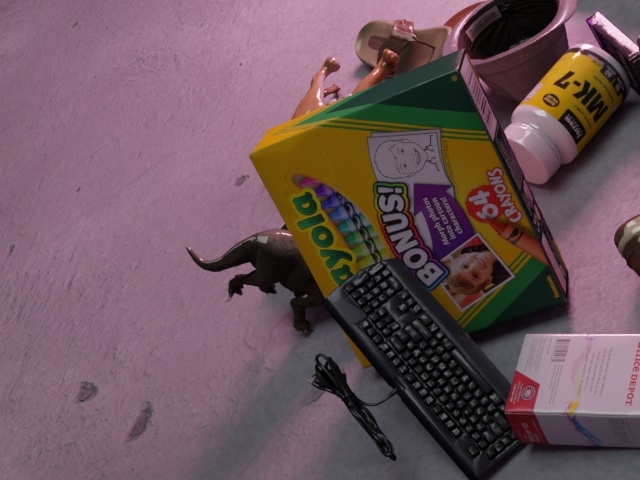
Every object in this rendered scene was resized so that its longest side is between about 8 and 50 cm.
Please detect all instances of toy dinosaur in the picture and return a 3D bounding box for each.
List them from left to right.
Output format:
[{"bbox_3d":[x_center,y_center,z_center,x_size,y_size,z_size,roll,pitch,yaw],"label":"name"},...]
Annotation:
[{"bbox_3d":[-0.045,0.040,2.054,0.160,0.314,0.121,-59,5,36],"label":"toy dinosaur"}]

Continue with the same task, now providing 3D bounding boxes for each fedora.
[{"bbox_3d":[0.330,-0.315,2.225,0.244,0.124,0.275,-25,27,11],"label":"fedora"}]

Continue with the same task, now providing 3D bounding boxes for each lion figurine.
[{"bbox_3d":[0.037,-0.213,2.352,0.240,0.142,0.392,-51,15,-14],"label":"lion figurine"}]

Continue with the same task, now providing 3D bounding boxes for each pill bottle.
[{"bbox_3d":[0.369,-0.192,2.049,0.208,0.119,0.119,-48,36,-17],"label":"pill bottle"}]

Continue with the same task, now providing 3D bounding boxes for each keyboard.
[{"bbox_3d":[0.113,0.182,1.747,0.201,0.033,0.317,-39,68,-6],"label":"keyboard"}]

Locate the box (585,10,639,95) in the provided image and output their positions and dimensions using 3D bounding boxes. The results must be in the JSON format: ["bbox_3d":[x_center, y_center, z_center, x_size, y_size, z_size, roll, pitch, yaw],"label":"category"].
[{"bbox_3d":[0.473,-0.275,2.061,0.029,0.116,0.162,-35,33,5],"label":"box"}]

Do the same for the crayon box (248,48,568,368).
[{"bbox_3d":[0.126,-0.035,1.844,0.313,0.362,0.106,-21,19,20],"label":"crayon box"}]

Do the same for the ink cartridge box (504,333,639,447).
[{"bbox_3d":[0.331,0.185,1.651,0.175,0.072,0.127,-2,46,29],"label":"ink cartridge box"}]

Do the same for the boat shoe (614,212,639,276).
[{"bbox_3d":[0.521,-0.024,1.756,0.257,0.095,0.095,-32,51,12],"label":"boat shoe"}]

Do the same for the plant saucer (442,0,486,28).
[{"bbox_3d":[0.281,-0.376,2.424,0.199,0.036,0.198,-24,35,18],"label":"plant saucer"}]

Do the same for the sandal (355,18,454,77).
[{"bbox_3d":[0.139,-0.353,2.445,0.303,0.086,0.120,20,86,55],"label":"sandal"}]

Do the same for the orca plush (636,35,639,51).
[{"bbox_3d":[0.554,-0.282,1.969,0.102,0.151,0.287,-43,1,26],"label":"orca plush"}]

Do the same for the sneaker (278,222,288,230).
[{"bbox_3d":[0.000,0.000,2.137,0.235,0.084,0.097,-12,19,42],"label":"sneaker"}]
